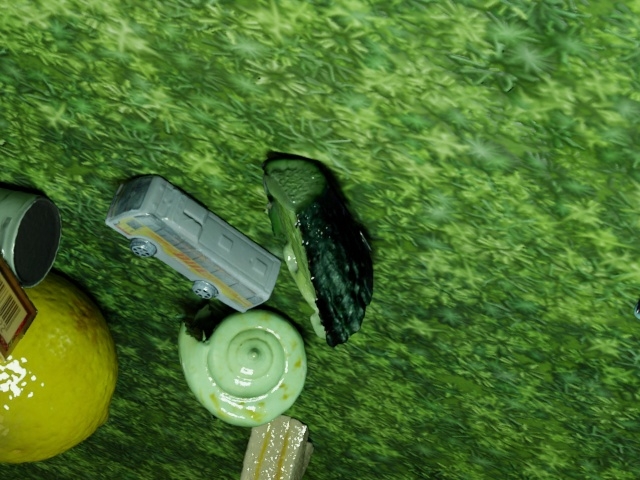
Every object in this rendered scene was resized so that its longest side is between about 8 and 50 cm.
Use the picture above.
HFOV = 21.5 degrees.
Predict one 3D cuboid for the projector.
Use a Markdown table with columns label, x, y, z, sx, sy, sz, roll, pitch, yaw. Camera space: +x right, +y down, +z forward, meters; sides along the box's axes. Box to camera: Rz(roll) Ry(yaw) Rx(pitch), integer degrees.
| label | x | y | z | sx | sy | sz | roll | pitch | yaw |
| --- | --- | --- | --- | --- | --- | --- | --- | --- | --- |
| projector | -0.464 | -0.028 | 1.932 | 0.337 | 0.108 | 0.108 | 12 | 153 | 23 |

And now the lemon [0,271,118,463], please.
| label | x | y | z | sx | sy | sz | roll | pitch | yaw |
| --- | --- | --- | --- | --- | --- | --- | --- | --- | --- |
| lemon | -0.380 | 0.146 | 2.048 | 0.267 | 0.267 | 0.267 | 19 | 155 | 9 |

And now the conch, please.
| label | x | y | z | sx | sy | sz | roll | pitch | yaw |
| --- | --- | --- | --- | --- | --- | --- | --- | --- | --- |
| conch | -0.107 | 0.141 | 1.988 | 0.143 | 0.137 | 0.250 | 3 | -177 | -21 |

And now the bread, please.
| label | x | y | z | sx | sy | sz | roll | pitch | yaw |
| --- | --- | --- | --- | --- | --- | --- | --- | --- | --- |
| bread | -0.070 | 0.317 | 2.250 | 0.077 | 0.152 | 0.105 | 15 | 159 | 14 |

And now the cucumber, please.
| label | x | y | z | sx | sy | sz | roll | pitch | yaw |
| --- | --- | --- | --- | --- | --- | --- | --- | --- | --- |
| cucumber | 0.000 | 0.000 | 1.631 | 0.085 | 0.115 | 0.193 | -25 | 141 | -1 |

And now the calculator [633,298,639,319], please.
| label | x | y | z | sx | sy | sz | roll | pitch | yaw |
| --- | --- | --- | --- | --- | --- | --- | --- | --- | --- |
| calculator | 0.332 | 0.048 | 1.520 | 0.094 | 0.019 | 0.141 | 20 | 154 | 4 |

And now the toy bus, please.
| label | x | y | z | sx | sy | sz | roll | pitch | yaw |
| --- | --- | --- | --- | --- | --- | --- | --- | --- | --- |
| toy bus | -0.131 | 0.005 | 1.770 | 0.190 | 0.064 | 0.075 | 37 | 146 | -27 |

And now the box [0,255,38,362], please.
| label | x | y | z | sx | sy | sz | roll | pitch | yaw |
| --- | --- | --- | --- | --- | --- | --- | --- | --- | --- |
| box | -0.459 | 0.000 | 1.799 | 0.192 | 0.084 | 0.301 | 1 | 136 | 30 |
